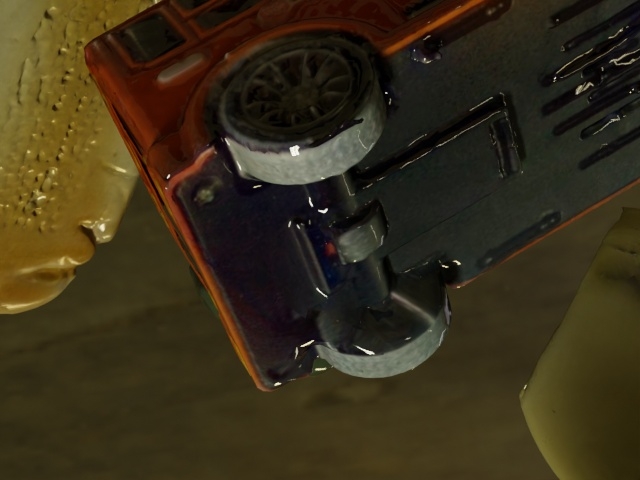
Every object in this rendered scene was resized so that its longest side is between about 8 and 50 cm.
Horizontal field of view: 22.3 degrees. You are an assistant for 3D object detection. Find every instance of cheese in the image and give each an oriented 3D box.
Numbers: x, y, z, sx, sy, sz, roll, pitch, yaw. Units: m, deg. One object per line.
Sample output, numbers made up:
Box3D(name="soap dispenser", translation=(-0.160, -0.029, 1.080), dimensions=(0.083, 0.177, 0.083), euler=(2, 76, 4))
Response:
Box3D(name="cheese", translation=(0.297, 0.148, 1.215), dimensions=(0.128, 0.316, 0.259), euler=(-30, 152, -37))

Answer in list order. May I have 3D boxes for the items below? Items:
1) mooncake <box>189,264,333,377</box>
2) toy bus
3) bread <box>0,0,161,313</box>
Box3D(name="mooncake", translation=(0.000, 0.000, 1.059), dimensions=(0.168, 0.175, 0.104), euler=(6, -166, 1))
Box3D(name="toy bus", translation=(0.081, -0.086, 0.658), dimensions=(0.329, 0.153, 0.143), euler=(-30, 135, -7))
Box3D(name="bread", translation=(-0.155, -0.105, 0.827), dimensions=(0.173, 0.121, 0.311), euler=(4, 119, -46))
